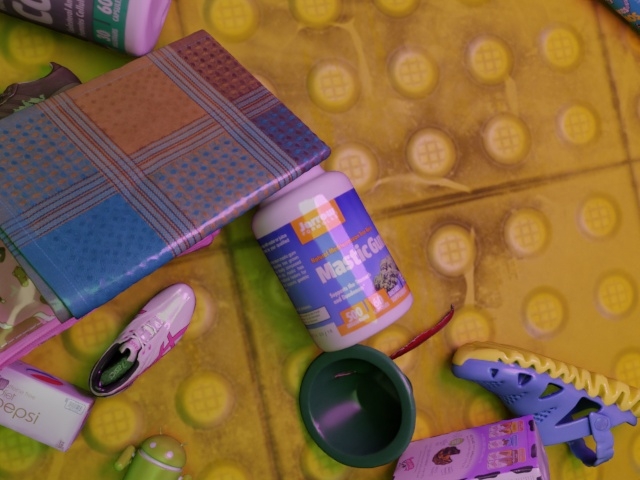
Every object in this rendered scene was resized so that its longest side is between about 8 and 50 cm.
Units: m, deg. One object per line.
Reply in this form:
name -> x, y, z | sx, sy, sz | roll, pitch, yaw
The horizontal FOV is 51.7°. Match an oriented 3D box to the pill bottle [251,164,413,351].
pill bottle -> 0.000, 0.000, 0.901 | 0.152, 0.152, 0.272 | -30, 94, -11

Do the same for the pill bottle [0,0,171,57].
pill bottle -> -0.368, -0.381, 0.823 | 0.361, 0.204, 0.204 | 17, 84, -9

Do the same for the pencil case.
pencil case -> -0.311, 0.027, 0.800 | 0.386, 0.160, 0.167 | -37, 105, -24

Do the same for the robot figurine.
robot figurine -> -0.224, 0.312, 0.884 | 0.101, 0.067, 0.115 | 27, 82, 4

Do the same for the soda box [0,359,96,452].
soda box -> -0.405, 0.191, 0.851 | 0.216, 0.074, 0.069 | 28, 82, -8

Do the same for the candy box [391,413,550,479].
candy box -> 0.200, 0.314, 0.883 | 0.196, 0.165, 0.070 | -18, 92, 18

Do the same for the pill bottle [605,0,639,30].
pill bottle -> 0.506, -0.424, 1.024 | 0.264, 0.146, 0.146 | 37, 81, -7

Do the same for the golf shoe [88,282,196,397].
golf shoe -> -0.233, 0.135, 0.883 | 0.067, 0.086, 0.186 | 40, 79, -5

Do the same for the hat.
hat -> 0.101, 0.217, 0.975 | 0.208, 0.183, 0.173 | -22, 83, 30

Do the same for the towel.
towel -> -0.209, -0.098, 0.779 | 0.370, 0.040, 0.271 | -34, 69, -26

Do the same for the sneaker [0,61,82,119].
sneaker -> -0.406, -0.166, 0.884 | 0.188, 0.066, 0.071 | -37, 78, -16

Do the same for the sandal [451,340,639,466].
sandal -> 0.335, 0.241, 0.973 | 0.317, 0.126, 0.138 | 21, 88, -8
